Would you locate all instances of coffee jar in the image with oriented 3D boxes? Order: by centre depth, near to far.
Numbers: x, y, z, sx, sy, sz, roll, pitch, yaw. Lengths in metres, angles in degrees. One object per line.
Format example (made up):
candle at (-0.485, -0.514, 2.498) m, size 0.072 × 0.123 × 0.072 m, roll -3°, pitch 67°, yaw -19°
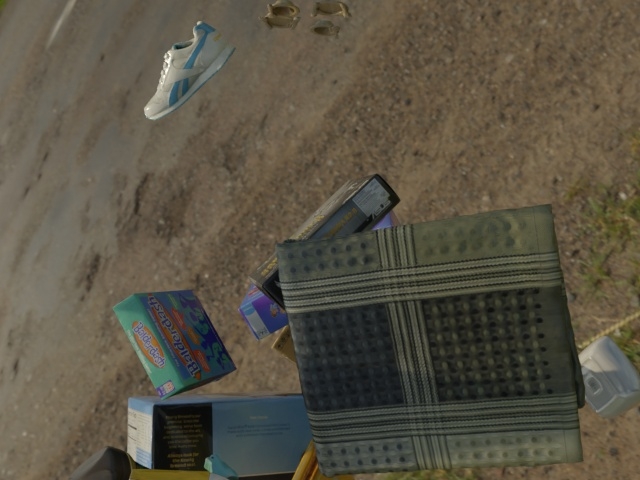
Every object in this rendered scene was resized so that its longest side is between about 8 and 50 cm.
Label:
coffee jar at (-0.268, 0.365, 1.158) m, size 0.096 × 0.184 × 0.079 m, roll -39°, pitch 42°, yaw 7°

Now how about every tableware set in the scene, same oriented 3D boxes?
tableware set at (-0.028, -0.402, 1.467) m, size 0.141 × 0.168 × 0.020 m, roll 112°, pitch 161°, yaw -83°

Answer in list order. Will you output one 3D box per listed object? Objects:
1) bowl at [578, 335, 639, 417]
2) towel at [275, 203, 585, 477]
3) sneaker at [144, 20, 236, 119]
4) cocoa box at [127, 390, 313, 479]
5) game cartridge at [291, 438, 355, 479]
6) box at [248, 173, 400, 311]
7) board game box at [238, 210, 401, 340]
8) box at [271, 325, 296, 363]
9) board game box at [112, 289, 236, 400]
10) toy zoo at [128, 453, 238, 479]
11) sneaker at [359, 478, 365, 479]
bowl at (0.546, 0.271, 1.572) m, size 0.142 × 0.053 × 0.142 m, roll 58°, pitch 151°, yaw 23°
towel at (0.127, 0.123, 0.928) m, size 0.324 × 0.312 × 0.056 m, roll -7°, pitch 15°, yaw 16°
sneaker at (-0.269, -0.324, 1.568) m, size 0.228 × 0.092 × 0.087 m, roll -39°, pitch 18°, yaw 22°
cocoa box at (-0.160, 0.392, 1.468) m, size 0.231 × 0.347 × 0.228 m, roll 162°, pitch 108°, yaw -65°
game cartridge at (0.007, 0.526, 1.307) m, size 0.052 × 0.324 × 0.285 m, roll 1°, pitch 46°, yaw 33°
box at (0.000, 0.000, 1.215) m, size 0.231 × 0.056 × 0.183 m, roll -44°, pitch 9°, yaw -6°
board game box at (0.012, 0.060, 1.682) m, size 0.347 × 0.078 × 0.233 m, roll -29°, pitch 9°, yaw 9°
box at (0.003, 0.221, 1.957) m, size 0.201 × 0.164 × 0.021 m, roll -57°, pitch 0°, yaw 5°
board game box at (-0.225, 0.158, 1.289) m, size 0.047 × 0.210 × 0.160 m, roll -33°, pitch 81°, yaw 13°
toy zoo at (-0.151, 0.371, 0.932) m, size 0.293 × 0.192 × 0.030 m, roll -83°, pitch 7°, yaw -53°
sneaker at (0.013, 0.603, 1.814) m, size 0.130 × 0.322 × 0.236 m, roll -69°, pitch -10°, yaw 20°
